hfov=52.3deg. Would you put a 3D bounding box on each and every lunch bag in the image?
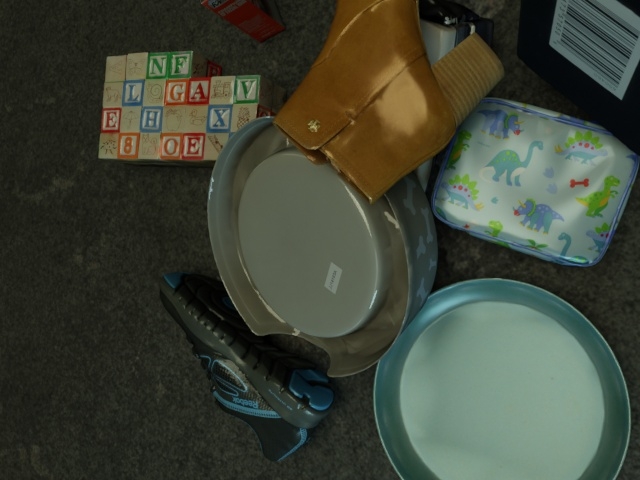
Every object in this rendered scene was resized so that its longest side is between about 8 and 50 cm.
[{"bbox_3d":[0.259,-0.073,0.797,0.219,0.090,0.176,19,94,13],"label":"lunch bag"}]

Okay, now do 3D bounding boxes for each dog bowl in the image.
[{"bbox_3d":[0.000,0.000,0.861,0.349,0.102,0.348,19,119,38],"label":"dog bowl"}]

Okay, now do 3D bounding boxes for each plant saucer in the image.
[{"bbox_3d":[0.222,0.207,0.835,0.318,0.044,0.317,-3,83,25],"label":"plant saucer"}]

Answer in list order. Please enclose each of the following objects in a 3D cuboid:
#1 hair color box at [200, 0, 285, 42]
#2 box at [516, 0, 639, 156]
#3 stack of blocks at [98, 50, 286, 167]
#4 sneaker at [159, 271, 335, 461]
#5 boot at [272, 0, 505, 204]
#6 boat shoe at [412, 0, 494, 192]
[{"bbox_3d":[-0.123,-0.370,0.965,0.053,0.167,0.093,-24,78,22],"label":"hair color box"},{"bbox_3d":[0.402,-0.314,0.598,0.395,0.293,0.212,-43,70,1],"label":"box"},{"bbox_3d":[-0.206,-0.206,1.040,0.297,0.087,0.171,5,89,25],"label":"stack of blocks"},{"bbox_3d":[-0.140,0.178,0.971,0.341,0.125,0.139,41,115,25],"label":"sneaker"},{"bbox_3d":[0.025,-0.199,0.691,0.211,0.104,0.295,-40,76,-2],"label":"boot"},{"bbox_3d":[0.134,-0.148,0.864,0.127,0.158,0.340,35,126,29],"label":"boat shoe"}]
